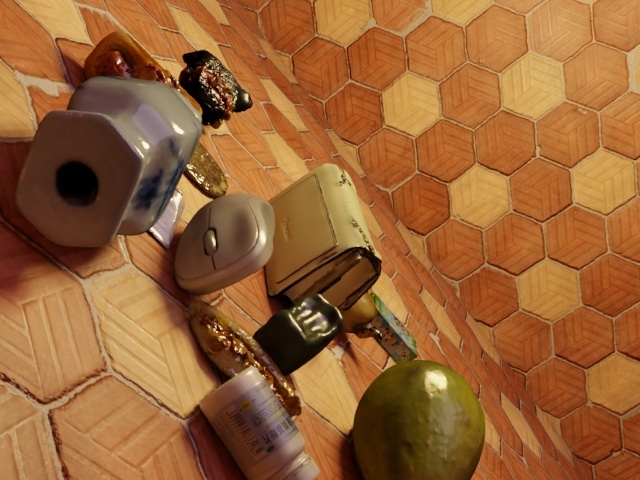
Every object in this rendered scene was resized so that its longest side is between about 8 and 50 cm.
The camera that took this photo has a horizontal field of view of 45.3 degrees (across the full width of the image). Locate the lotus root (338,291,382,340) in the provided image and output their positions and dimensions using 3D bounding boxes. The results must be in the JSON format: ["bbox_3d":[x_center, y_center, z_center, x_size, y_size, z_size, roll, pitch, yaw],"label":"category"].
[{"bbox_3d":[0.067,0.156,1.827,0.221,0.118,0.125,57,4,3],"label":"lotus root"}]

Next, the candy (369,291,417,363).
[{"bbox_3d":[0.182,0.240,2.083,0.194,0.062,0.097,49,17,-15],"label":"candy"}]

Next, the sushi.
[{"bbox_3d":[-0.282,-0.359,1.891,0.150,0.153,0.172,-76,152,-48],"label":"sushi"}]

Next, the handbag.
[{"bbox_3d":[0.000,0.000,1.754,0.160,0.236,0.359,41,20,-31],"label":"handbag"}]

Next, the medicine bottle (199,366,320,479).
[{"bbox_3d":[-0.088,0.289,1.131,0.187,0.102,0.103,55,16,7],"label":"medicine bottle"}]

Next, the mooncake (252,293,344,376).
[{"bbox_3d":[-0.041,0.170,1.410,0.104,0.168,0.175,55,0,11],"label":"mooncake"}]

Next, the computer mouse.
[{"bbox_3d":[-0.171,-0.011,1.391,0.297,0.184,0.121,-69,138,-70],"label":"computer mouse"}]

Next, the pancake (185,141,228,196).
[{"bbox_3d":[-0.276,-0.176,1.735,0.199,0.021,0.199,48,16,-19],"label":"pancake"}]

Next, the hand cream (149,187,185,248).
[{"bbox_3d":[-0.288,-0.051,1.406,0.084,0.053,0.142,47,32,-20],"label":"hand cream"}]

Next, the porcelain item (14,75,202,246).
[{"bbox_3d":[-0.299,-0.131,1.175,0.178,0.243,0.405,26,17,-3],"label":"porcelain item"}]

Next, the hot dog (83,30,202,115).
[{"bbox_3d":[-0.352,-0.293,1.547,0.256,0.150,0.153,44,9,-31],"label":"hot dog"}]

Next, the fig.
[{"bbox_3d":[0.183,0.383,1.448,0.258,0.258,0.326,49,29,-16],"label":"fig"}]

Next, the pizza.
[{"bbox_3d":[-0.126,0.205,1.288,0.271,0.056,0.134,51,7,-4],"label":"pizza"}]
